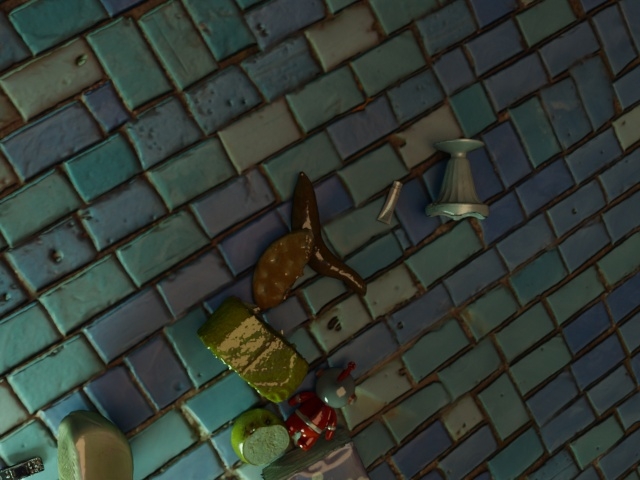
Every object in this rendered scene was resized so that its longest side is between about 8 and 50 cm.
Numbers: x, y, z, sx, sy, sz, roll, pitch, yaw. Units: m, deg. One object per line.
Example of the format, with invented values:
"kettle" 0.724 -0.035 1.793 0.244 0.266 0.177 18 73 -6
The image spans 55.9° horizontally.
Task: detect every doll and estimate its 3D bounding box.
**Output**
"doll" 0.008 0.402 1.513 0.142 0.076 0.245 36 81 16

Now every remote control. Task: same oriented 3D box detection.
"remote control" -0.677 0.520 1.364 0.096 0.014 0.039 -17 99 -15

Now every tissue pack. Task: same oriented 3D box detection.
"tissue pack" 0.029 0.679 1.523 0.243 0.125 0.343 -26 101 -13

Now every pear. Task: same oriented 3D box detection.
"pear" -0.152 0.468 1.468 0.141 0.104 0.141 -12 121 -21

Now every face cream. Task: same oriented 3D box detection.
"face cream" 0.181 -0.098 1.557 0.038 0.020 0.115 20 90 -18

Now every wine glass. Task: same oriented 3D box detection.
"wine glass" 0.352 -0.151 1.538 0.165 0.165 0.196 5 86 -16

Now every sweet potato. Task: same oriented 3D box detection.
"sweet potato" -0.004 0.006 1.476 0.109 0.079 0.346 -28 98 8

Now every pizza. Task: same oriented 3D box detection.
"pizza" -0.092 0.068 1.445 0.127 0.058 0.246 28 110 17

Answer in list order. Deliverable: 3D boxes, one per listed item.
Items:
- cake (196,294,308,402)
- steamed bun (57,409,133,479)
"cake" -0.154 0.253 1.409 0.156 0.179 0.260 -46 108 -7
"steamed bun" -0.493 0.496 1.344 0.153 0.170 0.238 -2 98 -39
